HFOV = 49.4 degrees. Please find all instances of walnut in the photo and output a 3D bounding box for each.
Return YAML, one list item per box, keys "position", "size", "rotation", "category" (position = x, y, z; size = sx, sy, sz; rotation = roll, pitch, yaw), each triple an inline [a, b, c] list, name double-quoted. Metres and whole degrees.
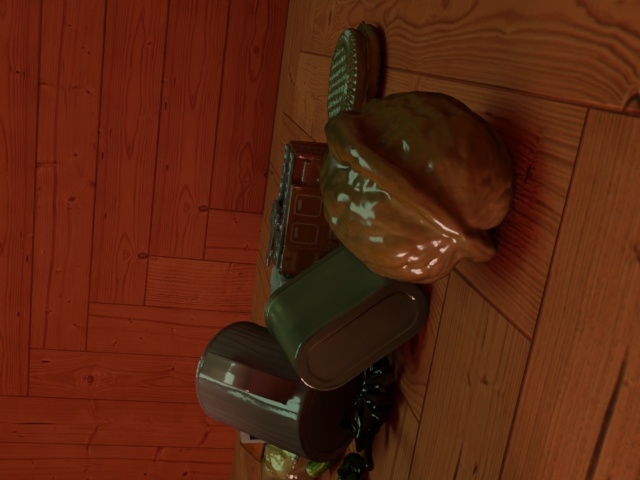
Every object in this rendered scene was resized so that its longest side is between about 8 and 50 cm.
- position: [0.113, -0.066, 0.833]
  size: [0.224, 0.257, 0.257]
  rotation: [-49, 21, 10]
  category: "walnut"

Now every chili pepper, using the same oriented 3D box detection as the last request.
- position: [0.019, 0.563, 1.357]
  size: [0.085, 0.077, 0.358]
  rotation: [-66, -7, -61]
  category: "chili pepper"
- position: [0.016, 0.452, 1.475]
  size: [0.050, 0.052, 0.201]
  rotation: [53, 145, 27]
  category: "chili pepper"

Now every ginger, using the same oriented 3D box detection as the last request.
- position: [-0.075, 0.529, 1.658]
  size: [0.152, 0.138, 0.267]
  rotation: [-47, -32, -44]
  category: "ginger"

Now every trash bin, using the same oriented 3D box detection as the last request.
- position: [0.037, 0.117, 1.141]
  size: [0.121, 0.243, 0.247]
  rotation: [57, 174, -17]
  category: "trash bin"

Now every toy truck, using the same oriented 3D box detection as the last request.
- position: [0.000, 0.000, 1.366]
  size: [0.173, 0.207, 0.387]
  rotation: [-117, 33, -69]
  category: "toy truck"

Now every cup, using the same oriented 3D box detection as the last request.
- position: [-0.083, 0.258, 1.301]
  size: [0.208, 0.273, 0.288]
  rotation: [-50, -47, -31]
  category: "cup"

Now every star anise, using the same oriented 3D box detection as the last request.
- position: [0.078, 0.291, 1.163]
  size: [0.177, 0.073, 0.233]
  rotation: [112, 177, -55]
  category: "star anise"

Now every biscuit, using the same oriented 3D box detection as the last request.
- position: [0.071, -0.340, 1.495]
  size: [0.259, 0.079, 0.259]
  rotation: [-176, 90, -79]
  category: "biscuit"

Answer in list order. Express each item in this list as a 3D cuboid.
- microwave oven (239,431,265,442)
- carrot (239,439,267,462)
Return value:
- position: [-0.073, 0.358, 1.531]
  size: [0.122, 0.208, 0.162]
  rotation: [96, 173, -54]
  category: "microwave oven"
- position: [-0.118, 0.424, 1.777]
  size: [0.307, 0.100, 0.258]
  rotation: [102, -164, -46]
  category: "carrot"
